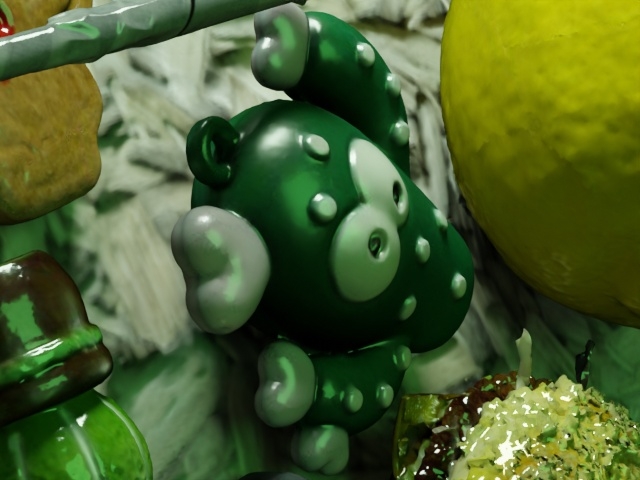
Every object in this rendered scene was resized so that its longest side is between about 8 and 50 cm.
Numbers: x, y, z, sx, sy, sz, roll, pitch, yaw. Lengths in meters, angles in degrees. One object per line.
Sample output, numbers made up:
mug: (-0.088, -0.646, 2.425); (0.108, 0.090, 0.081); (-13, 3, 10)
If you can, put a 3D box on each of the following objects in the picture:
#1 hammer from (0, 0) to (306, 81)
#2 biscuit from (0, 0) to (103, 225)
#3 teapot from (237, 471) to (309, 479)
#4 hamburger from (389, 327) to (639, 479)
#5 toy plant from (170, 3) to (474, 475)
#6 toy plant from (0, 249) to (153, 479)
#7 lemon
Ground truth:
hammer: (-0.130, -0.091, 0.863); (0.427, 0.152, 0.044); (-22, 105, -40)
biscuit: (-0.198, -0.152, 0.940); (0.186, 0.044, 0.295); (-33, 100, -46)
teapot: (-0.020, 0.183, 0.957); (0.177, 0.096, 0.087); (-40, 105, -47)
hamburger: (0.141, 0.184, 1.093); (0.243, 0.139, 0.261); (-1, 79, -50)
toy plant: (0.000, -0.005, 1.041); (0.243, 0.113, 0.232); (58, 42, -31)
toy plant: (-0.137, 0.091, 0.872); (0.093, 0.093, 0.162); (-28, 98, -49)
lemon: (0.239, -0.107, 1.187); (0.348, 0.348, 0.348); (21, 60, -41)
